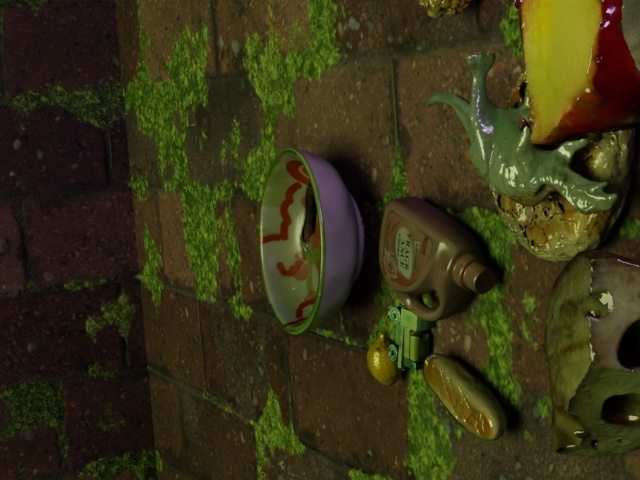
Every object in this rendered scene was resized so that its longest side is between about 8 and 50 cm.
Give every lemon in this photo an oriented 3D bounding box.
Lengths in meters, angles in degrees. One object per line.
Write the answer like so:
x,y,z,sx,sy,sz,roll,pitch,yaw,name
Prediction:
0.108,0.196,1.975,0.065,0.065,0.092,9,110,63,lemon

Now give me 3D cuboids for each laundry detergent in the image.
0.175,0.048,1.792,0.237,0.076,0.171,41,133,51,laundry detergent

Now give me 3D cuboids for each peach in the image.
0.315,-0.248,1.337,0.159,0.154,0.267,-26,65,55,peach

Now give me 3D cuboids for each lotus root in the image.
0.349,0.129,1.380,0.314,0.142,0.210,93,177,-72,lotus root

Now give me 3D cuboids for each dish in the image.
0.000,0.000,2.089,0.324,0.124,0.324,179,90,-69,dish

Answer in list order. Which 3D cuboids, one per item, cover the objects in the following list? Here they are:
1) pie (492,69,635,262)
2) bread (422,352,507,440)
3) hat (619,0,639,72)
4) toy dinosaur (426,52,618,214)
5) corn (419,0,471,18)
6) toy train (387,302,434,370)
0.302,-0.109,1.513,0.274,0.055,0.274,5,96,63,pie
0.218,0.232,1.773,0.214,0.053,0.073,-136,50,-56,bread
0.421,-0.237,1.157,0.110,0.252,0.252,-61,-12,-53,hat
0.225,-0.151,1.507,0.393,0.092,0.205,15,111,54,toy dinosaur
0.199,-0.423,1.607,0.086,0.086,0.288,59,145,40,corn
0.146,0.153,1.909,0.081,0.050,0.122,19,112,54,toy train
